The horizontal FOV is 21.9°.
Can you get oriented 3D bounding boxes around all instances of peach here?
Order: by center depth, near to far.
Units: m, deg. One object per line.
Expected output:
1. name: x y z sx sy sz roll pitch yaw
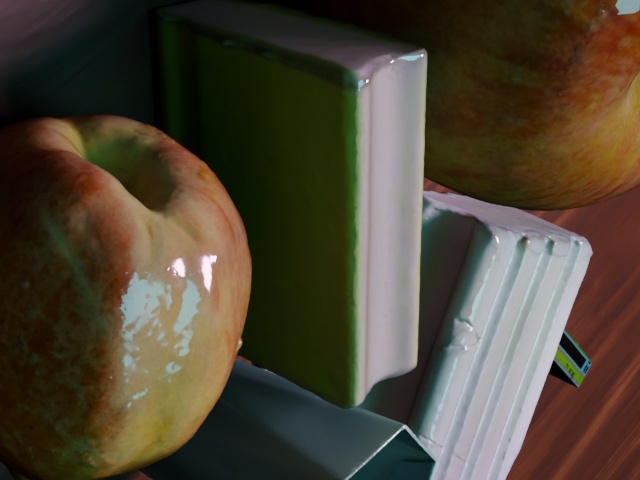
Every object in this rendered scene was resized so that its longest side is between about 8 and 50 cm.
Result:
1. peach: -0.158 0.052 1.079 0.232 0.232 0.257 -17 133 -48

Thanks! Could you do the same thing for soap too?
1. soap: 0.125 0.136 1.604 0.208 0.115 0.347 4 107 -54

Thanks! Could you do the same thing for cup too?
1. cup: -0.046 0.170 1.285 0.134 0.235 0.148 3 105 -55

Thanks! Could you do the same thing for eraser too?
1. eraser: -0.025 -0.035 1.214 0.092 0.210 0.274 -31 131 -39

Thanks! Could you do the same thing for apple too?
1. apple: 0.176 -0.229 1.280 0.400 0.333 0.400 -31 149 -21

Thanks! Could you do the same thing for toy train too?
1. toy train: 0.243 0.101 1.808 0.042 0.044 0.209 -59 146 -9

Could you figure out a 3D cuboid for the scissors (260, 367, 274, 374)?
1. scissors: 0.000 0.000 1.435 0.109 0.022 0.300 15 99 -52
